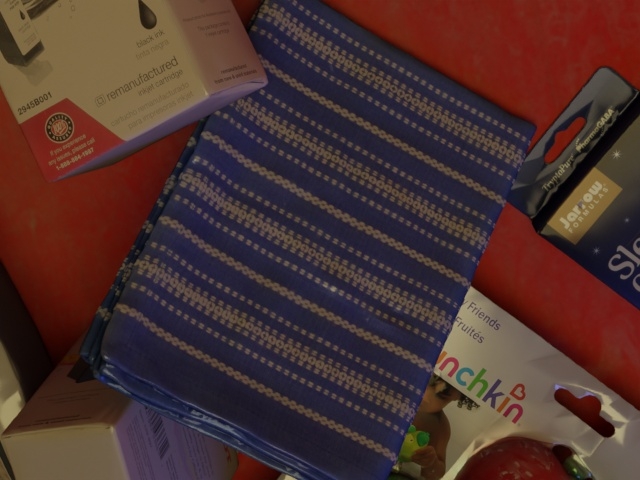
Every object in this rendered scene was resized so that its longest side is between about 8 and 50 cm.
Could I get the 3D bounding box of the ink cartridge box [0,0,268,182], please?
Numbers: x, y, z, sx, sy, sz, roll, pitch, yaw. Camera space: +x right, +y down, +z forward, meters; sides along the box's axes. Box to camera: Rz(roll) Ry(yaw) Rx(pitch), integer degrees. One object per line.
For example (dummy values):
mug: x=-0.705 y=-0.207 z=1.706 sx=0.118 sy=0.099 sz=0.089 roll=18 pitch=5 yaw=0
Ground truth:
ink cartridge box: x=-0.159 y=-0.172 z=1.200 sx=0.158 sy=0.092 sz=0.218 roll=-25 pitch=89 yaw=29

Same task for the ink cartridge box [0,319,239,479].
ink cartridge box: x=-0.142 y=0.159 z=1.295 sx=0.093 sy=0.212 sz=0.154 roll=-8 pitch=111 yaw=17

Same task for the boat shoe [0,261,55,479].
boat shoe: x=-0.317 y=0.069 z=1.304 sx=0.156 sy=0.136 sz=0.367 roll=-26 pitch=105 yaw=6

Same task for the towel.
towel: x=0.000 y=0.000 z=1.253 sx=0.243 sy=0.040 sz=0.336 roll=29 pitch=72 yaw=-12

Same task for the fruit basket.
fruit basket: x=0.117 y=0.254 z=1.372 sx=0.327 sy=0.165 sz=0.353 roll=37 pitch=100 yaw=-13

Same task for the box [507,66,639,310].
box: x=0.266 y=-0.018 z=1.352 sx=0.225 sy=0.036 sz=0.136 roll=36 pitch=104 yaw=-12
